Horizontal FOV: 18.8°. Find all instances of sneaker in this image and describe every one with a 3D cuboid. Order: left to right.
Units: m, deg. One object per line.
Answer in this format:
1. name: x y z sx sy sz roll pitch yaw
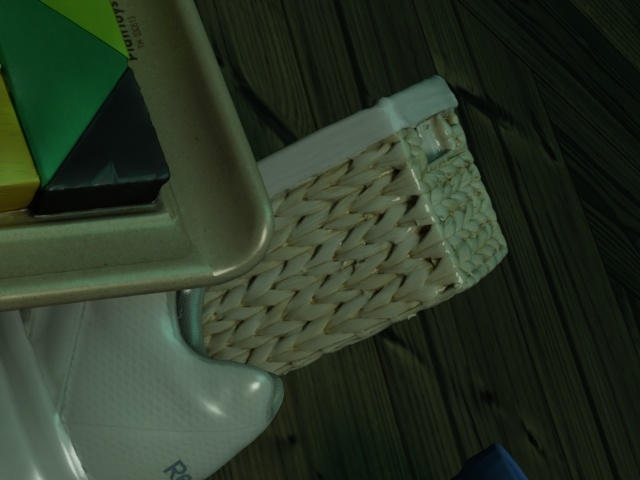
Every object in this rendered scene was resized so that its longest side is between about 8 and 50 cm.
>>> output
1. sneaker: -0.108 -0.021 0.798 0.111 0.129 0.297 46 20 -74

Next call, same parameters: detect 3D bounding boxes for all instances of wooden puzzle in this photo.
1. wooden puzzle: -0.154 -0.072 0.714 0.238 0.044 0.221 -9 63 -26

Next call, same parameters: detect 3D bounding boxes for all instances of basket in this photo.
1. basket: 0.000 0.000 0.984 0.103 0.167 0.113 64 21 -3

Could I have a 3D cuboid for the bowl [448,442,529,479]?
1. bowl: 0.163 0.281 0.933 0.391 0.077 0.391 56 2 -3
